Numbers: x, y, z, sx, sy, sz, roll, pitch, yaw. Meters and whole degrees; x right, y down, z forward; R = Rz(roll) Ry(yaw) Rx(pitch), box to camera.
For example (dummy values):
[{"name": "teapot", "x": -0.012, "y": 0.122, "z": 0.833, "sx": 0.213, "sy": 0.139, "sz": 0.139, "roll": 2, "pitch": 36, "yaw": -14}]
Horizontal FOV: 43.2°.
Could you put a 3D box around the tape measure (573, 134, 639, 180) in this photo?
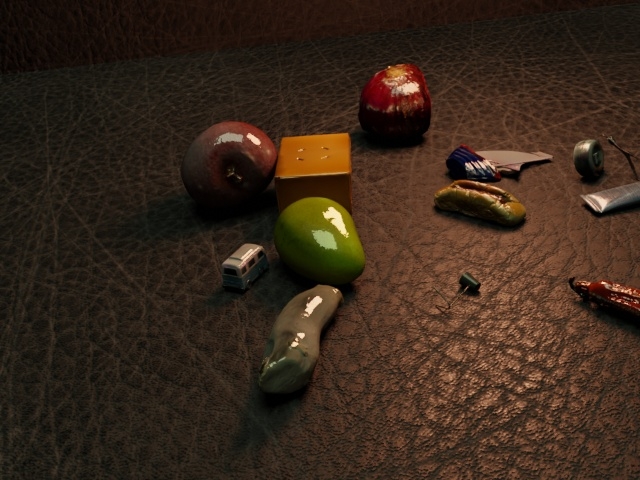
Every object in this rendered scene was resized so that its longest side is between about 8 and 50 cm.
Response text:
[{"name": "tape measure", "x": 0.755, "y": -0.209, "z": 2.103, "sx": 0.179, "sy": 0.104, "sz": 0.107, "roll": 17, "pitch": 32, "yaw": 37}]

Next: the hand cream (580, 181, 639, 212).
[{"name": "hand cream", "x": 0.775, "y": -0.119, "z": 1.991, "sx": 0.256, "sy": 0.055, "sz": 0.088, "roll": -12, "pitch": 36, "yaw": -7}]

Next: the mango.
[{"name": "mango", "x": -0.009, "y": 0.000, "z": 1.820, "sx": 0.185, "sy": 0.149, "sz": 0.273, "roll": -8, "pitch": 33, "yaw": -8}]

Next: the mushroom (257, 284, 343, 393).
[{"name": "mushroom", "x": -0.040, "y": 0.178, "z": 1.548, "sx": 0.109, "sy": 0.097, "sz": 0.351, "roll": 3, "pitch": 27, "yaw": 14}]

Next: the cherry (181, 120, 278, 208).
[{"name": "cherry", "x": -0.243, "y": -0.204, "z": 2.163, "sx": 0.261, "sy": 0.221, "sz": 0.307, "roll": -28, "pitch": 10, "yaw": -1}]

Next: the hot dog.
[{"name": "hot dog", "x": 0.393, "y": -0.100, "z": 2.008, "sx": 0.242, "sy": 0.073, "sz": 0.084, "roll": 19, "pitch": 42, "yaw": 39}]

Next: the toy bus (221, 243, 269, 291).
[{"name": "toy bus", "x": -0.170, "y": 0.055, "z": 1.819, "sx": 0.060, "sy": 0.075, "sz": 0.123, "roll": 9, "pitch": 32, "yaw": 26}]

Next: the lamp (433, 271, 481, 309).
[{"name": "lamp", "x": 0.290, "y": 0.106, "z": 1.685, "sx": 0.121, "sy": 0.041, "sz": 0.054, "roll": -22, "pitch": 41, "yaw": -35}]

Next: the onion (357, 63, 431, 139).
[{"name": "onion", "x": 0.223, "y": -0.404, "z": 2.466, "sx": 0.206, "sy": 0.216, "sz": 0.207, "roll": -11, "pitch": 36, "yaw": -3}]

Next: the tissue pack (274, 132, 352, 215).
[{"name": "tissue pack", "x": -0.010, "y": -0.166, "z": 2.132, "sx": 0.194, "sy": 0.145, "sz": 0.274, "roll": -5, "pitch": 29, "yaw": 5}]

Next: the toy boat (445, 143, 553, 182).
[{"name": "toy boat", "x": 0.483, "y": -0.231, "z": 2.244, "sx": 0.318, "sy": 0.072, "sz": 0.219, "roll": -25, "pitch": 36, "yaw": -37}]

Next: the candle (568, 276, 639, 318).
[{"name": "candle", "x": 0.612, "y": 0.128, "z": 1.556, "sx": 0.084, "sy": 0.059, "sz": 0.301, "roll": -19, "pitch": 29, "yaw": -42}]
